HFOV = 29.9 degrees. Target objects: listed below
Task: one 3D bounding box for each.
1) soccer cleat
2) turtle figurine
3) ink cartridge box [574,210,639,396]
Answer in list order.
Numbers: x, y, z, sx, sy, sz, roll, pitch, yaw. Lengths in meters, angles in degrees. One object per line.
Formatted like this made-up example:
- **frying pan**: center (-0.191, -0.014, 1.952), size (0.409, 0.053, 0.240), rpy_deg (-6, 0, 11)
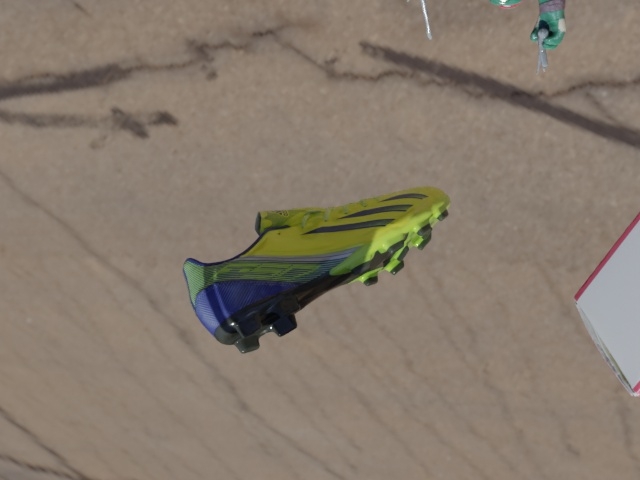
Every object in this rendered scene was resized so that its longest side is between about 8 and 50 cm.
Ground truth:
- **soccer cleat**: center (0.000, 0.000, 1.175), size (0.121, 0.289, 0.093), rpy_deg (55, 158, 19)
- **turtle figurine**: center (0.157, -0.262, 1.091), size (0.175, 0.118, 0.234), rpy_deg (23, 157, 25)
- **ink cartridge box**: center (0.389, 0.034, 0.993), size (0.283, 0.117, 0.207), rpy_deg (9, 127, -31)
